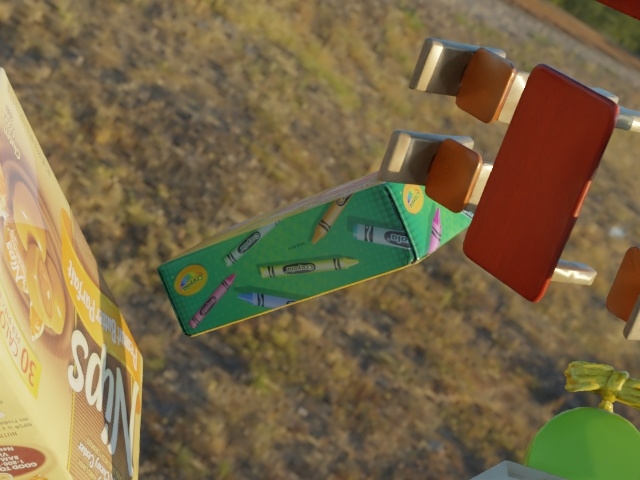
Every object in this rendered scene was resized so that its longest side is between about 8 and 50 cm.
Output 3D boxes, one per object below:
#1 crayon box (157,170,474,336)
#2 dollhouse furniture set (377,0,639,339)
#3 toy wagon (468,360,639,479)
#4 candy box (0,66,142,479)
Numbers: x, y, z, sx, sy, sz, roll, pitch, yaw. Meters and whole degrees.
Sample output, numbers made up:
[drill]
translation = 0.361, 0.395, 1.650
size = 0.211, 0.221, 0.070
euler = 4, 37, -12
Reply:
[crayon box]
translation = 0.000, 0.000, 1.391
size = 0.165, 0.278, 0.081
euler = -31, 100, -57
[dollhouse furniture set]
translation = 0.169, -0.088, 0.975
size = 0.135, 0.259, 0.262
euler = 2, 24, -43
[toy wagon]
translation = 0.147, 0.248, 0.909
size = 0.267, 0.344, 0.068
euler = 17, -16, 4
[candy box]
translation = -0.192, 0.068, 0.895
size = 0.316, 0.088, 0.183
euler = 76, 9, -51
